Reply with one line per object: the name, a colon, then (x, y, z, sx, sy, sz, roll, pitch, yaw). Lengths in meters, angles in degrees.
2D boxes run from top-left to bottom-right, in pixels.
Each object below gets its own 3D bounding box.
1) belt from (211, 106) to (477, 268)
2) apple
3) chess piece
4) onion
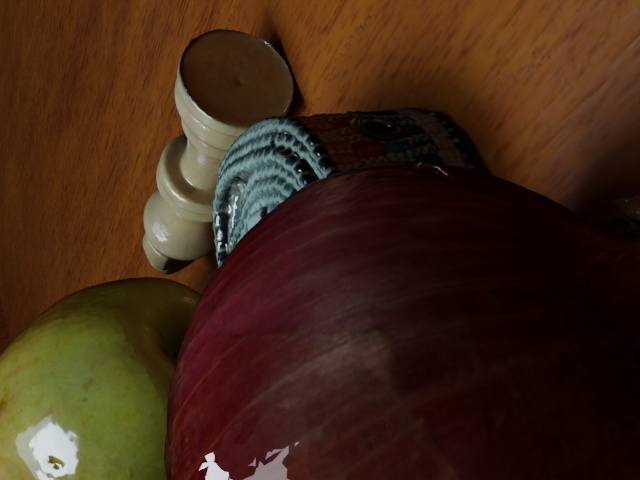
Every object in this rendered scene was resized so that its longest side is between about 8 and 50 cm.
belt: (0.000, 0.000, 0.840, 0.295, 0.160, 0.207, 9, 108, 63)
apple: (-0.220, 0.197, 1.198, 0.305, 0.338, 0.339, -53, 51, 39)
chess piece: (-0.137, -0.071, 1.167, 0.117, 0.117, 0.397, 70, 155, 20)
onion: (0.075, 0.126, 0.565, 0.353, 0.353, 0.354, 35, 130, 57)
